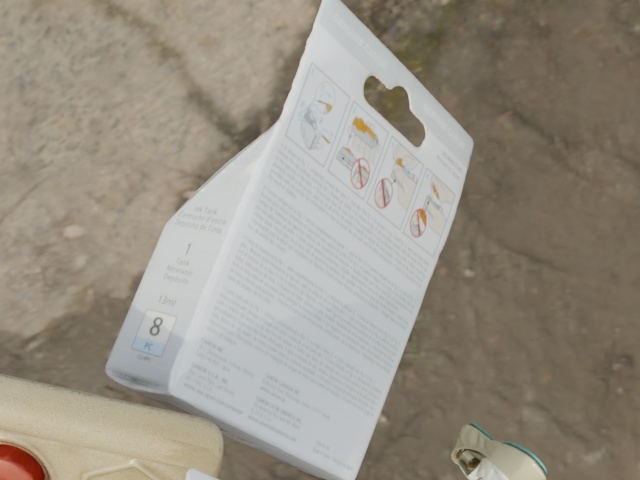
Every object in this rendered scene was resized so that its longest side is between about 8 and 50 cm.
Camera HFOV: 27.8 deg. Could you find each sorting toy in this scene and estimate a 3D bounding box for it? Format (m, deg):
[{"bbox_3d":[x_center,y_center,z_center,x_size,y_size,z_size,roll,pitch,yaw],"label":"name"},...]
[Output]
[{"bbox_3d":[-0.145,0.228,0.954,0.307,0.041,0.229,12,113,-1],"label":"sorting toy"}]

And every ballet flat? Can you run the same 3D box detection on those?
[{"bbox_3d":[0.267,0.347,1.991,0.086,0.248,0.086,-1,93,-15],"label":"ballet flat"}]

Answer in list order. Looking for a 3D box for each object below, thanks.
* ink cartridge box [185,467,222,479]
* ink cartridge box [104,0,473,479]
[{"bbox_3d":[-0.074,0.254,0.851,0.104,0.060,0.180,31,43,-32],"label":"ink cartridge box"},{"bbox_3d":[-0.011,0.006,1.221,0.308,0.091,0.385,37,69,-49],"label":"ink cartridge box"}]
